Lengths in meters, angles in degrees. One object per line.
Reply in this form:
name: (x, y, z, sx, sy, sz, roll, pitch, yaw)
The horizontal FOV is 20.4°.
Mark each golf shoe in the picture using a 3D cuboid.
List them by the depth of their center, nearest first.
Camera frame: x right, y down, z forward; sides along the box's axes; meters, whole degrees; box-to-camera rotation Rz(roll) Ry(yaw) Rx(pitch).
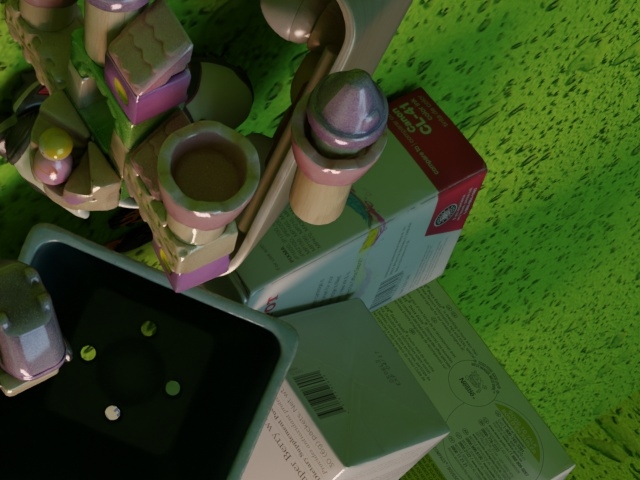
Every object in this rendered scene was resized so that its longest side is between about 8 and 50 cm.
golf shoe: (-0.144, -0.079, 1.461, 0.273, 0.120, 0.105, -16, 150, -47)

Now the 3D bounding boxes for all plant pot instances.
plant pot: (-0.180, 0.136, 1.621, 0.252, 0.247, 0.247, -136, -111, -86)

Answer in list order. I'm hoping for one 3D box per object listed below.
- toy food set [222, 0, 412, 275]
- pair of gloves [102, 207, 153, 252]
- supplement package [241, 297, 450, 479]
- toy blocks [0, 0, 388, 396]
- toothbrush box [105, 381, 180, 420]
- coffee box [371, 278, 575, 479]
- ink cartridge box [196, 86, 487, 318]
toy food set: (-0.022, -0.133, 1.479, 0.306, 0.092, 0.220, -61, 176, 32)
pair of gloves: (-0.175, -0.014, 1.702, 0.074, 0.010, 0.083, -25, 157, -31)
supplement package: (-0.047, 0.224, 1.827, 0.175, 0.177, 0.293, -12, 151, -49)
toy blocks: (-0.140, -0.112, 1.157, 0.309, 0.289, 0.260, -28, 164, -18)
toothbrush box: (-0.237, 0.334, 2.062, 0.295, 0.216, 0.126, -47, 158, 22)
coffee box: (0.063, 0.301, 2.299, 0.334, 0.338, 0.338, -25, 157, -30)
ink cartridge box: (0.000, 0.000, 1.846, 0.306, 0.131, 0.226, -25, 158, -25)
